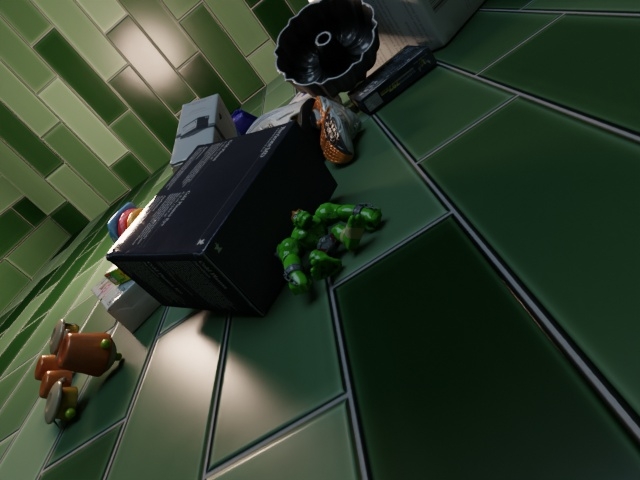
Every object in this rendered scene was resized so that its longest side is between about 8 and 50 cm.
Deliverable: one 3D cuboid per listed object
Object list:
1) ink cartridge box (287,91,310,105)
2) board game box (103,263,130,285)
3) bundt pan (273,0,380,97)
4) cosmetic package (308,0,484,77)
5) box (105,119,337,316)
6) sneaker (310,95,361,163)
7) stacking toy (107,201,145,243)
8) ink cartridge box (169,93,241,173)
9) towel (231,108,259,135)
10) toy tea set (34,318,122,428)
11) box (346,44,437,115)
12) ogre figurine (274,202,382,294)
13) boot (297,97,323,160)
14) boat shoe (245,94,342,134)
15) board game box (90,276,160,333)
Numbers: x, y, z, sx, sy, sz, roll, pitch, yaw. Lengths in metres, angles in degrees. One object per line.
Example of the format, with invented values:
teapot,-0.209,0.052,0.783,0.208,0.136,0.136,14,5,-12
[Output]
ink cartridge box,0.036,-0.607,1.797,0.333,0.065,0.165,-16,33,38
board game box,-0.455,0.046,1.165,0.182,0.043,0.092,-21,30,32
bundt pan,0.030,-0.572,1.406,0.331,0.124,0.330,-8,68,20
cosmetic package,0.247,-0.783,1.482,0.394,0.329,0.327,2,47,54
box,-0.189,-0.043,0.931,0.313,0.179,0.343,-3,47,40
sneaker,0.060,-0.285,1.179,0.262,0.121,0.099,-107,28,-43
stacking toy,-0.570,-0.052,1.628,0.302,0.175,0.165,-10,36,25
ink cartridge box,-0.317,-0.249,1.373,0.129,0.223,0.307,-16,46,9
towel,-0.327,-0.341,1.672,0.308,0.076,0.228,-36,-13,20
toy tea set,-0.570,0.294,1.090,0.336,0.124,0.199,7,80,53
box,0.198,-0.465,1.332,0.233,0.059,0.183,-37,25,7
ogre figurine,0.000,0.000,0.785,0.118,0.097,0.197,27,83,45
boot,-0.047,-0.290,1.306,0.115,0.112,0.305,-34,32,39
boat shoe,-0.098,-0.347,1.481,0.368,0.135,0.156,-20,33,18
board game box,-0.496,0.109,1.277,0.224,0.097,0.303,-47,27,-20
